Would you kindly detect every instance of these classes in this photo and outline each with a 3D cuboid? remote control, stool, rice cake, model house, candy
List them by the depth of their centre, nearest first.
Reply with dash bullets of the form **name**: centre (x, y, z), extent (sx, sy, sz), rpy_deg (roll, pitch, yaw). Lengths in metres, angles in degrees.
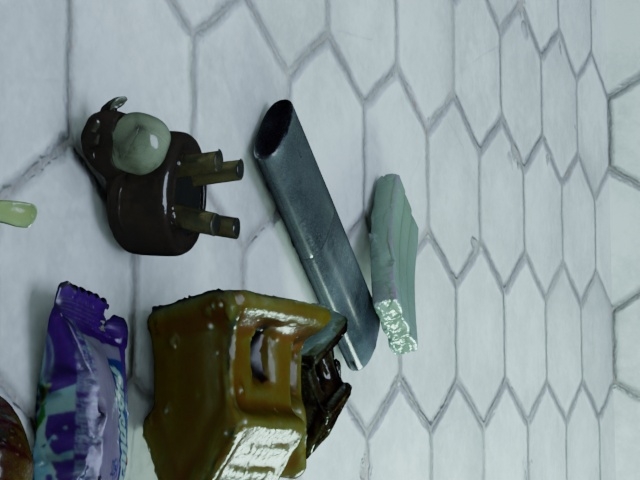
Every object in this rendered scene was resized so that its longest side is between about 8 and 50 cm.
- **candy**: centre (-0.215, 0.181, 1.560), extent (0.145, 0.070, 0.275), rpy_deg (43, 44, -67)
- **stool**: centre (-0.154, -0.063, 1.668), extent (0.217, 0.121, 0.125), rpy_deg (65, 33, -51)
- **model house**: centre (-0.072, 0.177, 1.742), extent (0.268, 0.173, 0.239), rpy_deg (13, 73, -55)
- **model house**: centre (-0.004, 0.167, 2.001), extent (0.165, 0.106, 0.152), rpy_deg (-42, 124, -56)
- **remote control**: centre (0.000, 0.000, 2.107), extent (0.107, 0.044, 0.377), rpy_deg (-79, 154, -44)
- **rice cake**: centre (0.100, 0.029, 2.300), extent (0.237, 0.043, 0.127), rpy_deg (-86, 160, -44)

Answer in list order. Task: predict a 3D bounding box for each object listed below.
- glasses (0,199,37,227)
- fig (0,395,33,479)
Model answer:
- **glasses**: centre (-0.318, -0.010, 1.249), extent (0.102, 0.207, 0.239), rpy_deg (-63, 171, 32)
- **fig**: centre (-0.281, 0.217, 1.344), extent (0.245, 0.149, 0.149), rpy_deg (80, 21, -50)
